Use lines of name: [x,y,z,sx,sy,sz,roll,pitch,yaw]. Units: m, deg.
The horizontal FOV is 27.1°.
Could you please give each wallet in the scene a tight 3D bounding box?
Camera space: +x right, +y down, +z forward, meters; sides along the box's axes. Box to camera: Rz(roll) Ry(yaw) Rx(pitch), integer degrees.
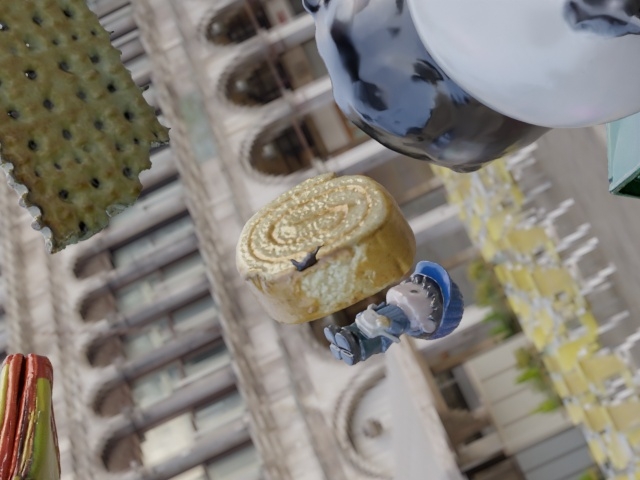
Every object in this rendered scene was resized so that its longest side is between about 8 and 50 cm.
wallet: [-0.247,0.217,1.138,0.241,0.067,0.141,100,172,-48]

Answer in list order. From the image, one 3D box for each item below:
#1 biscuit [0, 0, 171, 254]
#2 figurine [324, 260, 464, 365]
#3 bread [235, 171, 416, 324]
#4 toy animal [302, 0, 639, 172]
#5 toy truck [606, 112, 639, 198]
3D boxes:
biscuit: [-0.164,-0.099,0.796,0.203,0.016,0.144,58,-144,3]
figurine: [0.082,0.080,1.360,0.086,0.149,0.087,11,128,61]
bread: [0.000,0.000,1.128,0.073,0.149,0.122,57,-168,-36]
toy animal: [0.119,-0.138,0.747,0.165,0.187,0.235,59,151,-7]
toy truck: [0.251,-0.103,0.947,0.065,0.079,0.147,130,148,-63]
